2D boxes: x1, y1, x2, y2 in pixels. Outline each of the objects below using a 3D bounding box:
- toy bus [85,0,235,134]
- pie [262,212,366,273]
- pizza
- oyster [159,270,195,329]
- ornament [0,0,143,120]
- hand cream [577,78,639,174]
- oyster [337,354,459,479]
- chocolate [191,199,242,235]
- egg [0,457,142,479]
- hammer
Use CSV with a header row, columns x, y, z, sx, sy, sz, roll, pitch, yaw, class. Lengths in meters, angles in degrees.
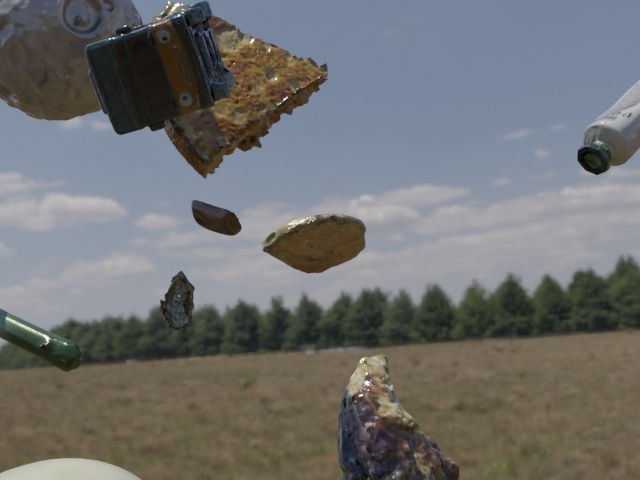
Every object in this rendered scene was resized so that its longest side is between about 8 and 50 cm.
x,y,z,sx,sy,sz,roll,pitch,yaw,class
-0.257,-0.287,1.624,0.194,0.162,0.323,-17,16,3,toy bus
0.001,0.003,1.953,0.185,0.052,0.218,-23,-30,26,pie
-0.167,-0.320,2.139,0.406,0.440,0.130,-4,-29,-24,pizza
-0.281,0.120,1.971,0.029,0.086,0.132,-30,17,36,oyster
-0.516,-0.405,1.950,0.337,0.337,0.337,-5,-6,0,ornament
0.505,-0.216,1.532,0.336,0.076,0.121,-43,18,-29,hand cream
0.121,0.334,1.599,0.100,0.271,0.275,-46,-3,37,oyster
-0.183,-0.036,1.680,0.100,0.031,0.064,19,-29,31,chocolate
-0.392,0.460,1.445,0.345,0.283,0.283,-26,-6,-1,egg
-0.580,0.165,1.823,0.335,0.206,0.119,21,21,21,hammer
